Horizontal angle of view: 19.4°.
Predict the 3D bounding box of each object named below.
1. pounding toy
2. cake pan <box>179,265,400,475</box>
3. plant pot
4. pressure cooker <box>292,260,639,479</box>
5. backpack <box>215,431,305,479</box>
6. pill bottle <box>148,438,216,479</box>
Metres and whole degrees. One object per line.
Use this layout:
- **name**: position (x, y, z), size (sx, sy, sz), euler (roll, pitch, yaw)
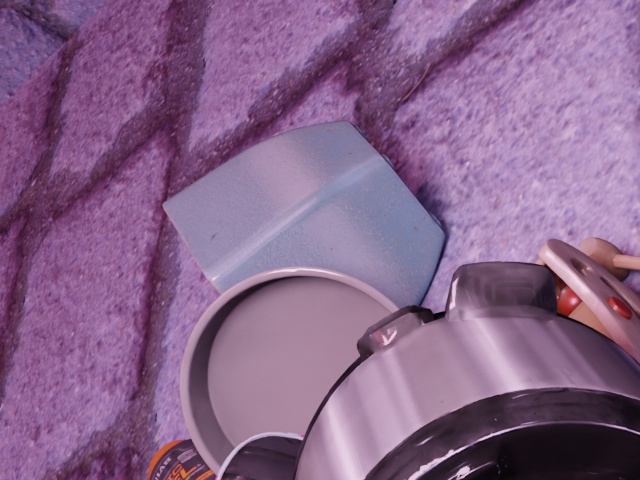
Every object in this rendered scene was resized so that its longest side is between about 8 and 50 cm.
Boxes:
- **pounding toy**: position (0.283, 0.058, 1.817), size (0.155, 0.154, 0.269), euler (-50, 29, 20)
- **cake pan**: position (-0.012, 0.166, 2.108), size (0.293, 0.293, 0.054), euler (-52, 0, 16)
- **plant pot**: position (0.000, 0.000, 2.275), size (0.252, 0.248, 0.247), euler (-40, 29, 0)
- **pressure cooker**: position (0.157, 0.241, 1.567), size (0.370, 0.375, 0.420), euler (-46, 12, 4)
- **backpack**: position (-0.009, 0.323, 1.954), size (0.191, 0.253, 0.225), euler (126, 159, -59)
- **pill bottle**: position (-0.133, 0.321, 2.294), size (0.130, 0.130, 0.245), euler (-61, 27, -2)
